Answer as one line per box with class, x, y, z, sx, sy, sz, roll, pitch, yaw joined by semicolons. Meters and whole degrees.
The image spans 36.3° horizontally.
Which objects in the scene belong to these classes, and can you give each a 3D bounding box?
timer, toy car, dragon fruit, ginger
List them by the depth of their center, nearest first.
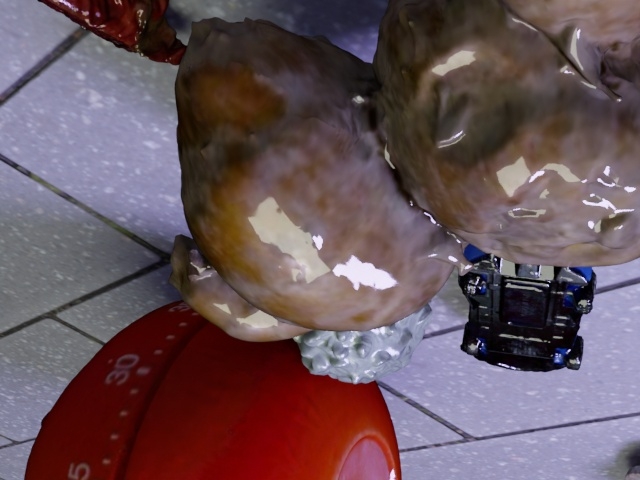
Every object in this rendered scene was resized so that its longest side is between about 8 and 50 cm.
ginger;0.053;-0.061;0.517;0.375;0.176;0.256;-31;128;29
dragon fruit;-0.132;-0.160;0.596;0.131;0.063;0.097;28;-178;-16
toy car;0.166;0.049;0.790;0.103;0.063;0.216;7;154;13
timer;-0.082;0.240;0.891;0.279;0.378;0.378;2;147;28

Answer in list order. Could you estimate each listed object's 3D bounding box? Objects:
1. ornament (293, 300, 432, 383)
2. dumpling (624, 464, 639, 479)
ornament;0.003;0.007;0.724;0.120;0.130;0.285;-12;142;16
dumpling;0.400;0.306;1.072;0.199;0.118;0.136;50;156;-18
